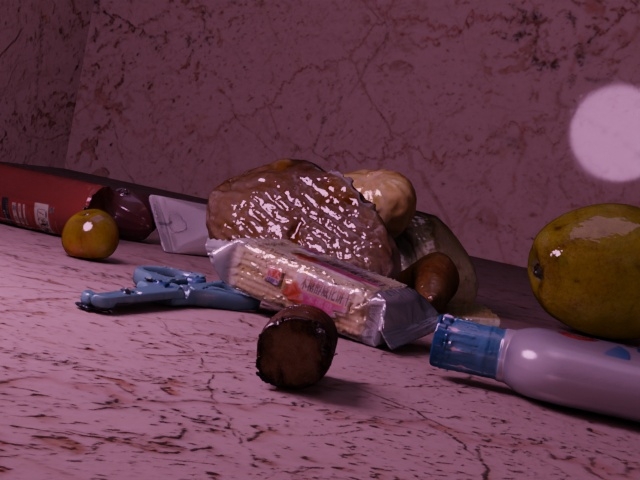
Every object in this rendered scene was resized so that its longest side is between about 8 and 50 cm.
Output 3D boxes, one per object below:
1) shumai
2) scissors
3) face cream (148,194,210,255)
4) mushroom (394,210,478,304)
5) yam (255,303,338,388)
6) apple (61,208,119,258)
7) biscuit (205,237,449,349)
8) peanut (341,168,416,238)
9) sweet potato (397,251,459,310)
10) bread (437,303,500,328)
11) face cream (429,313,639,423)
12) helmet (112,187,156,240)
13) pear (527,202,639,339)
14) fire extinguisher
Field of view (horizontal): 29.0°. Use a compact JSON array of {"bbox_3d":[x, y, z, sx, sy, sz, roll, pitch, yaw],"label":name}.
[{"bbox_3d":[-0.020,0.038,1.946,0.346,0.217,0.283,26,-23,22],"label":"shumai"},{"bbox_3d":[-0.205,0.063,1.593,0.180,0.032,0.393,12,4,18],"label":"scissors"},{"bbox_3d":[-0.172,-0.015,2.355,0.314,0.089,0.143,10,44,-34],"label":"face cream"},{"bbox_3d":[0.170,0.027,2.216,0.189,0.164,0.267,7,5,-36],"label":"mushroom"},{"bbox_3d":[-0.022,0.104,1.232,0.079,0.079,0.141,11,3,2],"label":"yam"},{"bbox_3d":[-0.355,-0.007,1.909,0.089,0.075,0.089,-6,16,2],"label":"apple"},{"bbox_3d":[0.011,0.067,1.661,0.309,0.079,0.186,21,13,27],"label":"biscuit"},{"bbox_3d":[0.028,-0.035,2.147,0.318,0.148,0.147,-28,-21,35],"label":"peanut"},{"bbox_3d":[0.158,0.064,1.949,0.108,0.079,0.346,-17,2,-14],"label":"sweet potato"},{"bbox_3d":[0.210,0.122,1.908,0.112,0.036,0.193,3,3,-1],"label":"bread"},{"bbox_3d":[0.292,0.148,1.397,0.336,0.080,0.163,12,3,12],"label":"face cream"},{"bbox_3d":[-0.361,-0.041,2.317,0.123,0.098,0.070,5,36,-17],"label":"helmet"},{"bbox_3d":[0.518,0.059,2.210,0.307,0.253,0.253,-2,7,-16],"label":"pear"},{"bbox_3d":[-0.539,-0.068,2.172,0.336,0.107,0.147,11,28,18],"label":"fire extinguisher"}]
